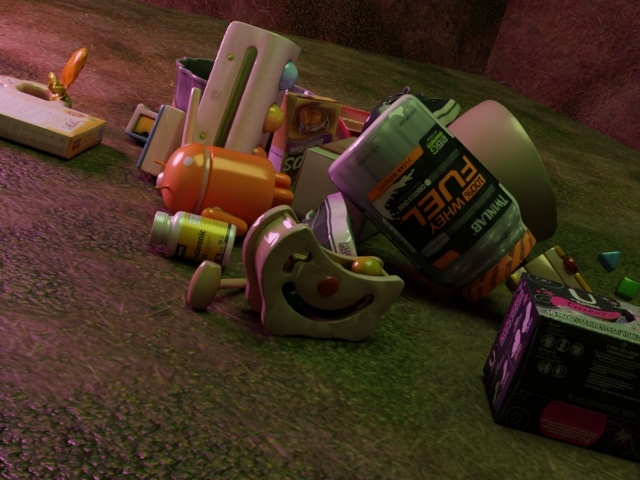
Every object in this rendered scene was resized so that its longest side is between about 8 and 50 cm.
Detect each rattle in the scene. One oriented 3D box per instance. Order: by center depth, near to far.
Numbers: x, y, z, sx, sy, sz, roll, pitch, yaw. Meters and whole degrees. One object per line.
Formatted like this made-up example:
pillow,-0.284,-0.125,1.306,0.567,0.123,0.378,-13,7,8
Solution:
rattle,-0.559,-0.315,1.890,0.199,0.143,0.130,22,36,-6

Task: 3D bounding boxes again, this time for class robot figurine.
robot figurine,-0.155,-0.082,1.591,0.219,0.158,0.128,12,-15,-18

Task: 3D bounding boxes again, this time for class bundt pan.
bundt pan,-0.146,-0.259,2.025,0.330,0.124,0.331,16,18,-5

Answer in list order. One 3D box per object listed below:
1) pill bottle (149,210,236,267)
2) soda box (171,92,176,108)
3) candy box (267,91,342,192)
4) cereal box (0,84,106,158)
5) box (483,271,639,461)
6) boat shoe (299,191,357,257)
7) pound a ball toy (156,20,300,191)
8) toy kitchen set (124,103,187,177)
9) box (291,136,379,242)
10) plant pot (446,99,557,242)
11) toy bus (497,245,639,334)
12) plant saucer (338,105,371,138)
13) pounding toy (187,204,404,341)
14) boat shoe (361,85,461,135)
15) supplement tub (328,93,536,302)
pill bottle,-0.184,-0.005,1.443,0.116,0.065,0.065,14,19,-7
soda box,-0.237,-0.294,2.235,0.181,0.058,0.061,11,19,-20
candy box,-0.034,-0.177,1.877,0.109,0.187,0.053,1,22,-38
cereal box,-0.519,-0.215,1.768,0.240,0.047,0.173,18,18,4
box,0.356,0.163,1.291,0.247,0.163,0.142,16,20,-5
boat shoe,0.000,0.000,1.552,0.102,0.108,0.301,-13,14,2
pound a ball toy,-0.145,-0.209,1.742,0.135,0.319,0.208,21,3,11
toy kitchen set,-0.308,-0.183,1.819,0.166,0.122,0.207,22,-1,13
box,0.063,-0.099,1.838,0.148,0.127,0.232,24,19,17
plant pot,0.283,-0.094,1.874,0.190,0.284,0.284,-24,29,-8
toy bus,0.373,0.111,1.542,0.190,0.202,0.104,12,-13,6
plant saucer,0.160,-0.265,2.528,0.259,0.048,0.258,12,19,-13
pounding toy,-0.037,0.028,1.341,0.269,0.154,0.155,8,21,-28
boat shoe,0.192,-0.236,2.147,0.156,0.187,0.500,28,14,7
supplement tub,0.182,-0.063,1.608,0.316,0.193,0.193,45,20,-2
